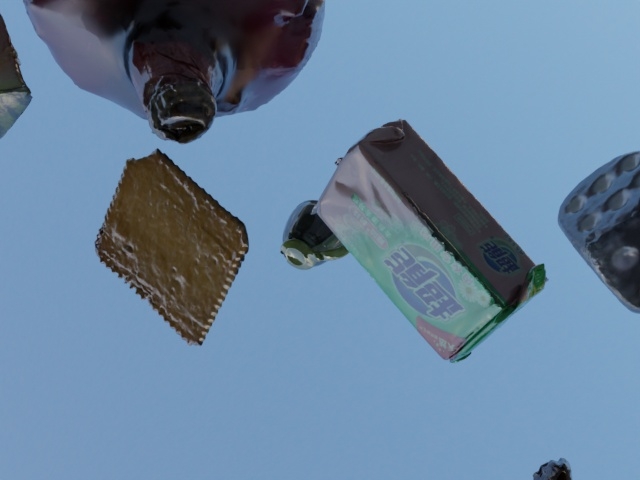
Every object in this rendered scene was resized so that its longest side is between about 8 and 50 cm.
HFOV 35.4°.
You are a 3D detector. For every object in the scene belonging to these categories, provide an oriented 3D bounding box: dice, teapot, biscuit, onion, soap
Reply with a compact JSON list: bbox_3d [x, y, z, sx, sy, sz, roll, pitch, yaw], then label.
[{"bbox_3d":[0.484,-0.012,1.519,0.182,0.181,0.183,-41,-68,12],"label":"dice"},{"bbox_3d":[-0.007,-0.006,1.461,0.092,0.124,0.090,45,-133,-10],"label":"teapot"},{"bbox_3d":[-0.211,0.005,1.390,0.232,0.236,0.013,41,-143,17],"label":"biscuit"},{"bbox_3d":[-0.184,-0.265,1.255,0.399,0.398,0.420,9,-124,-16],"label":"onion"},{"bbox_3d":[0.122,0.002,1.199,0.098,0.218,0.273,-33,-104,-31],"label":"soap"}]

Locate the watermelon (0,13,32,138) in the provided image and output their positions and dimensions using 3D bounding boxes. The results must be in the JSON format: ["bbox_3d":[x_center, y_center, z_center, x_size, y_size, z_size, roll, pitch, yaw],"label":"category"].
[{"bbox_3d":[-0.374,-0.168,0.973,0.159,0.128,0.303,-25,-130,-12],"label":"watermelon"}]

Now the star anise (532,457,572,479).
[{"bbox_3d":[0.296,0.393,1.335,0.190,0.126,0.220,42,-90,-23],"label":"star anise"}]
